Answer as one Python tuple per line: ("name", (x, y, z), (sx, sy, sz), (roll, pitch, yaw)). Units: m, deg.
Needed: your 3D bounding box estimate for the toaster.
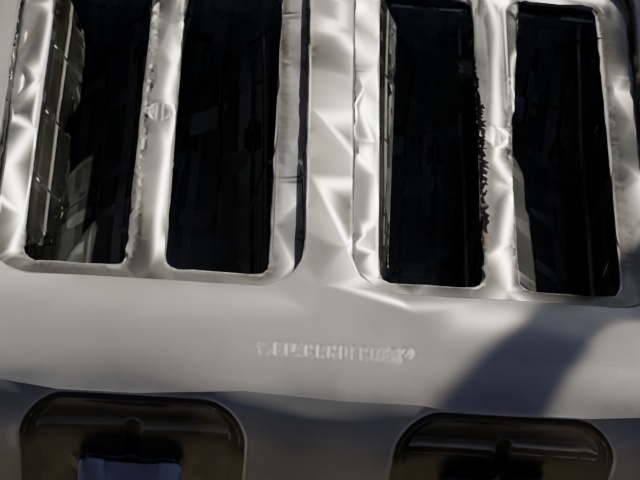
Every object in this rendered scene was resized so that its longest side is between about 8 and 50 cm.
("toaster", (0.000, 0.000, 0.454), (0.168, 0.110, 0.185), (5, 55, -4))
